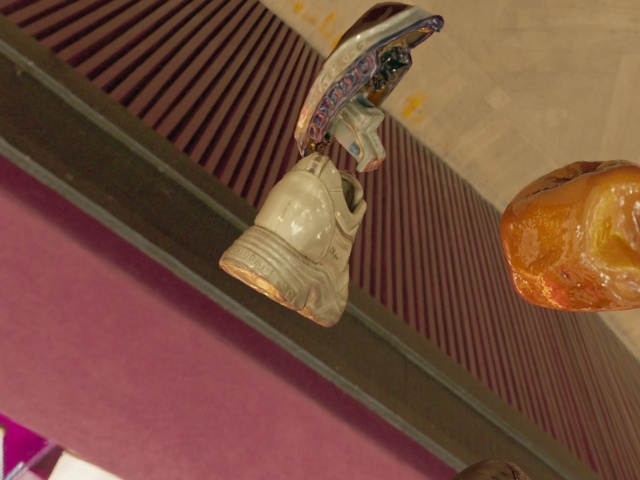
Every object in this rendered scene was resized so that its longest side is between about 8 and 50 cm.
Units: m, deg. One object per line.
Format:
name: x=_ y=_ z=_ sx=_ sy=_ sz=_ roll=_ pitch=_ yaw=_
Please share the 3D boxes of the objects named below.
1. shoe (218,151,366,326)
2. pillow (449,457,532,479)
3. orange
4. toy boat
shoe: x=0.000 y=0.000 z=0.857 sx=0.132 sy=0.342 sz=0.211 roll=29 pitch=84 yaw=19
pillow: x=0.011 y=0.192 z=0.247 sx=0.228 sy=0.101 sz=0.326 roll=-38 pitch=154 yaw=6
orange: x=0.362 y=-0.015 z=0.813 sx=0.248 sy=0.249 sz=0.184 roll=-8 pitch=99 yaw=10
toy boat: x=0.060 y=-0.178 z=0.759 sx=0.115 sy=0.114 sz=0.262 roll=43 pitch=125 yaw=15
